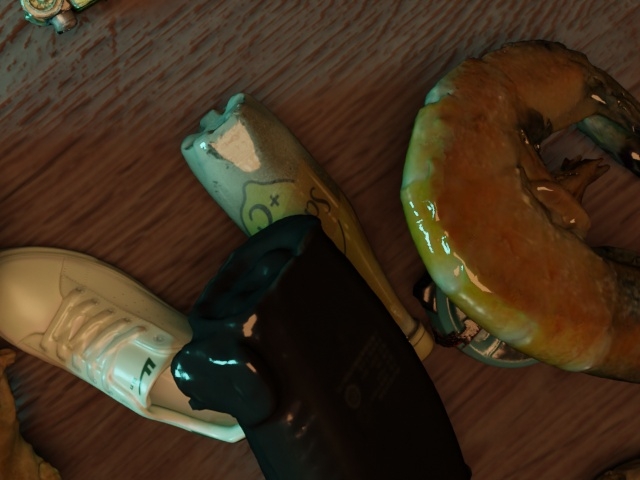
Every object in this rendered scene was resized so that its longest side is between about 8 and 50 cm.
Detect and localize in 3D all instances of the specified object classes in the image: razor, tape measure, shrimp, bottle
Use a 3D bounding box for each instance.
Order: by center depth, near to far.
[{"bbox_3d":[0.018,0.149,1.061,0.107,0.189,0.326,-6,123,37],"label":"razor"},{"bbox_3d":[0.251,0.000,1.112,0.445,0.085,0.272,26,61,-23],"label":"shrimp"},{"bbox_3d":[0.000,0.000,1.116,0.083,0.083,0.269,-42,107,1],"label":"bottle"},{"bbox_3d":[0.154,0.039,1.137,0.125,0.081,0.146,38,88,-12],"label":"tape measure"}]

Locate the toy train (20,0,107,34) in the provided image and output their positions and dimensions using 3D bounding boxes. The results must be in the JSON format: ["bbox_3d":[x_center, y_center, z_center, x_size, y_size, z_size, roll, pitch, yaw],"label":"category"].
[{"bbox_3d":[-0.234,-0.258,1.065,0.081,0.060,0.202,-32,100,-8],"label":"toy train"}]

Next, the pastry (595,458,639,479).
[{"bbox_3d":[0.283,0.267,1.180,0.166,0.088,0.165,-1,97,-6],"label":"pastry"}]

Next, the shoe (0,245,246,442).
[{"bbox_3d":[-0.154,0.083,1.096,0.265,0.110,0.095,24,96,-12],"label":"shoe"}]

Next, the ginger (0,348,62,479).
[{"bbox_3d":[-0.277,0.226,1.092,0.219,0.123,0.270,19,100,-6],"label":"ginger"}]
